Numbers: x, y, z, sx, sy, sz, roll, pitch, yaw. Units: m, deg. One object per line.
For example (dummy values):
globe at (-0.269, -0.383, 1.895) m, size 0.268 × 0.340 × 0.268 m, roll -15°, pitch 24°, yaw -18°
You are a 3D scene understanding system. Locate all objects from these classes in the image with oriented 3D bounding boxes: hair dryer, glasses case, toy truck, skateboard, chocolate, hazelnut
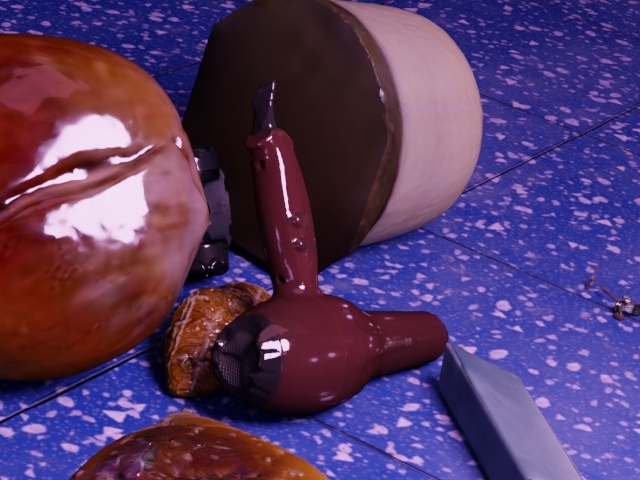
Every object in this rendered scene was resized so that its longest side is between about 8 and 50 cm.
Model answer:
hair dryer at (0.000, 0.000, 2.017) m, size 0.123 × 0.340 × 0.312 m, roll -7°, pitch 3°, yaw 41°
glasses case at (0.192, 0.207, 1.973) m, size 0.105 × 0.056 × 0.266 m, roll 27°, pitch 17°, yaw -25°
toy truck at (-0.213, -0.025, 2.213) m, size 0.224 × 0.147 × 0.165 m, roll -10°, pitch 7°, yaw -34°
skateboard at (0.362, 0.065, 2.358) m, size 0.064 × 0.032 × 0.083 m, roll 5°, pitch 25°, yaw -35°
chocolate at (0.039, -0.124, 2.354) m, size 0.314 × 0.326 × 0.297 m, roll 28°, pitch 13°, yaw 39°
hazelnut at (-0.293, -0.035, 1.952) m, size 0.372 × 0.372 × 0.315 m, roll 15°, pitch 2°, yaw 9°

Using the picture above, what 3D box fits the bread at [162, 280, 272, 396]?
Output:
bread at (-0.104, 0.090, 2.064) m, size 0.105 × 0.076 × 0.233 m, roll 20°, pitch 25°, yaw 15°

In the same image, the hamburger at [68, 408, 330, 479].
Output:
hamburger at (-0.100, 0.248, 1.601) m, size 0.243 × 0.146 × 0.286 m, roll -4°, pitch 24°, yaw 1°
